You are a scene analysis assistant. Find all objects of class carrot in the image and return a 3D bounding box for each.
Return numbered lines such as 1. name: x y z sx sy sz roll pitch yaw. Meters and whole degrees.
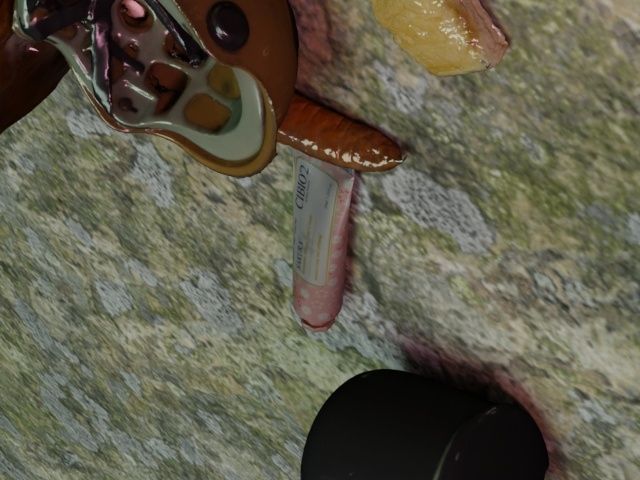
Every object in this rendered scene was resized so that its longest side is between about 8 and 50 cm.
1. carrot: -0.026 -0.093 1.088 0.224 0.057 0.057 25 146 28

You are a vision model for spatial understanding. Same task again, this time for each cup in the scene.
1. cup: 0.105 0.203 1.202 0.176 0.169 0.223 2 165 45

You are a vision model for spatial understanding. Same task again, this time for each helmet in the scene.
1. helmet: -0.100 -0.161 1.005 0.224 0.130 0.198 39 157 -16

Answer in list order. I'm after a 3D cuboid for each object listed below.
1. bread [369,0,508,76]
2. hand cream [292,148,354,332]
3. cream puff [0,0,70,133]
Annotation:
1. bread: 0.074 -0.138 0.891 0.083 0.035 0.070 49 154 -19
2. hand cream: 0.000 0.000 1.181 0.067 0.043 0.210 36 146 29
3. cream puff: -0.269 -0.178 1.101 0.155 0.269 0.241 34 120 2
